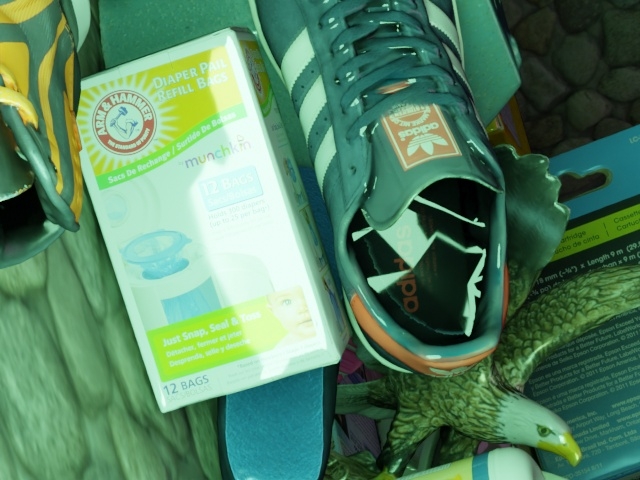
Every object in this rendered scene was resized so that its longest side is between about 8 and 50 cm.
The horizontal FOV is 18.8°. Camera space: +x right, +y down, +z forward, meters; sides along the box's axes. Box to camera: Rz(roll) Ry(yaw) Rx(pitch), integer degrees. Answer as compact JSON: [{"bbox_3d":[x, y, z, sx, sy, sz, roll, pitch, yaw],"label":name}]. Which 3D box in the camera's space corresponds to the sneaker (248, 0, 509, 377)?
[{"bbox_3d":[0.046,-0.082,1.170,0.148,0.131,0.350,-145,-143,-79],"label":"sneaker"}]

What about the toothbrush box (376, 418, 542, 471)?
[{"bbox_3d":[0.157,0.238,1.910,0.283,0.122,0.206,-14,86,-79],"label":"toothbrush box"}]

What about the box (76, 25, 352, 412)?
[{"bbox_3d":[-0.067,-0.015,1.152,0.103,0.114,0.203,-46,119,-82],"label":"box"}]

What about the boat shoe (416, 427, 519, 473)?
[{"bbox_3d":[0.144,0.275,1.634,0.109,0.091,0.305,14,65,-26],"label":"boat shoe"}]

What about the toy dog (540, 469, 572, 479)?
[{"bbox_3d":[0.203,0.409,1.211,0.284,0.395,0.408,41,73,-37],"label":"toy dog"}]

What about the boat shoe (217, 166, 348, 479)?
[{"bbox_3d":[-0.035,0.073,1.282,0.089,0.109,0.258,98,4,-59],"label":"boat shoe"}]

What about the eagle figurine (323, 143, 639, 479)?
[{"bbox_3d":[0.124,0.080,1.396,0.298,0.225,0.226,-65,169,8],"label":"eagle figurine"}]

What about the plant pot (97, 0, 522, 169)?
[{"bbox_3d":[0.001,-0.164,1.380,0.247,0.252,0.247,61,16,-51],"label":"plant pot"}]

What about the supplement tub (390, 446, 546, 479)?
[{"bbox_3d":[0.048,0.215,1.146,0.144,0.200,0.144,-18,90,-80],"label":"supplement tub"}]

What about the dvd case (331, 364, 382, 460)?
[{"bbox_3d":[0.014,0.121,1.626,0.180,0.022,0.253,56,19,-60],"label":"dvd case"}]

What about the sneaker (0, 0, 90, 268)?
[{"bbox_3d":[-0.161,-0.100,0.772,0.321,0.125,0.180,58,17,-55],"label":"sneaker"}]

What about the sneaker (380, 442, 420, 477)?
[{"bbox_3d":[0.091,0.248,1.728,0.152,0.084,0.058,31,7,-19],"label":"sneaker"}]

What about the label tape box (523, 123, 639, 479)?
[{"bbox_3d":[0.300,0.075,1.947,0.106,0.241,0.333,46,25,-66],"label":"label tape box"}]

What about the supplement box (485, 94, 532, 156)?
[{"bbox_3d":[0.092,-0.141,1.992,0.356,0.195,0.194,33,40,-75],"label":"supplement box"}]

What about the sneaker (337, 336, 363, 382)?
[{"bbox_3d":[0.000,0.000,1.543,0.103,0.111,0.252,56,42,-55],"label":"sneaker"}]
